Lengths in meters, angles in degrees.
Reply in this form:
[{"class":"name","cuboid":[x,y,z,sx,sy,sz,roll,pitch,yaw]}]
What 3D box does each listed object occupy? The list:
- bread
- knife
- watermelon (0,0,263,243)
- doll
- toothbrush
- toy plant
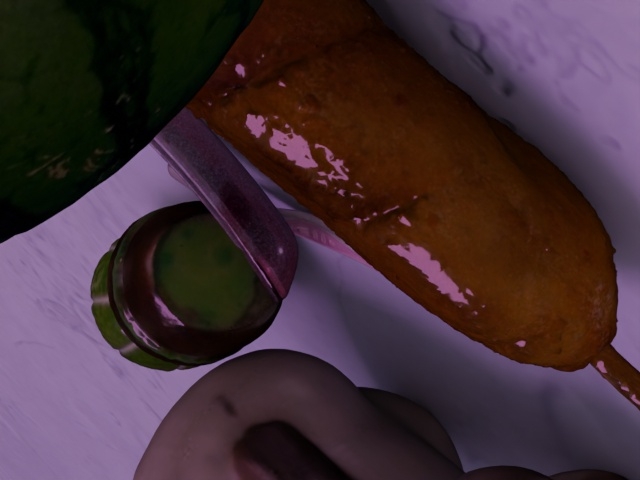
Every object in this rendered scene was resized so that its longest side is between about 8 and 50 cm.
[{"class":"bread","cuboid":[0.019,-0.044,0.752,0.344,0.084,0.124,40,-179,-1]},{"class":"knife","cuboid":[-0.112,-0.075,0.939,0.278,0.053,0.123,39,176,3]},{"class":"watermelon","cuboid":[-0.153,-0.155,0.470,0.363,0.363,0.363,34,158,15]},{"class":"doll","cuboid":[0.048,0.188,0.969,0.370,0.226,0.215,14,158,40]},{"class":"toothbrush","cuboid":[0.000,0.000,0.955,0.204,0.022,0.017,28,152,27]},{"class":"toy plant","cuboid":[-0.080,0.028,1.052,0.093,0.093,0.162,43,162,-8]}]
